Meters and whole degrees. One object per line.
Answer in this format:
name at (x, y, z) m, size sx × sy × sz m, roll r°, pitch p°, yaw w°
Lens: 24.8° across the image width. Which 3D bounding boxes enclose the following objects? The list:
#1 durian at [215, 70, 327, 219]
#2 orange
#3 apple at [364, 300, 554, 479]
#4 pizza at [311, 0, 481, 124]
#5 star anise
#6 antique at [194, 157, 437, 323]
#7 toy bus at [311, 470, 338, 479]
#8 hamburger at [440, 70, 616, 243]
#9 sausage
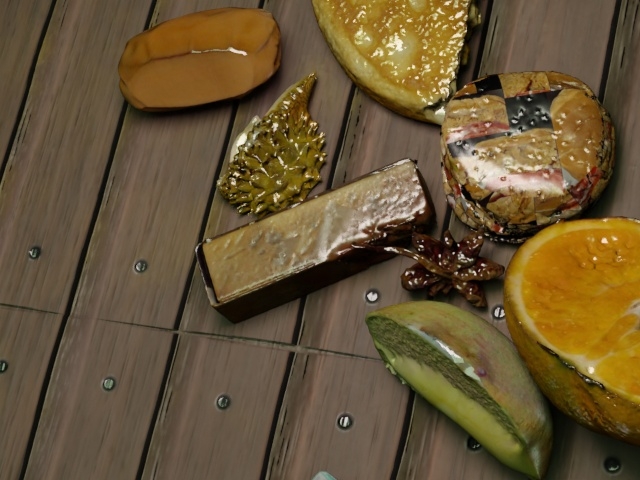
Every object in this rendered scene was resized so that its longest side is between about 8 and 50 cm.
durian at (-0.056, -0.139, 1.946) m, size 0.140 × 0.078 × 0.224 m, roll 15°, pitch 76°, yaw 22°
orange at (0.351, 0.100, 1.626) m, size 0.274 × 0.274 × 0.310 m, roll -39°, pitch 83°, yaw 0°
apple at (0.175, 0.147, 1.706) m, size 0.265 × 0.193 × 0.120 m, roll 36°, pitch 73°, yaw 29°
pizza at (0.084, -0.290, 1.959) m, size 0.268 × 0.087 × 0.258 m, roll 9°, pitch 77°, yaw 22°
star anise at (0.132, 0.026, 1.802) m, size 0.190 × 0.070 × 0.097 m, roll 12°, pitch 117°, yaw 9°
antique at (0.000, 0.000, 1.870) m, size 0.310 × 0.087 × 0.093 m, roll -23°, pitch 66°, yaw 8°
toy bus at (-0.040, 0.401, 1.728) m, size 0.262 × 0.091 × 0.109 m, roll -47°, pitch 53°, yaw -5°
hamburger at (0.257, -0.108, 1.823) m, size 0.231 × 0.107 × 0.231 m, roll -5°, pitch 64°, yaw 9°
sausage at (-0.168, -0.249, 2.002) m, size 0.241 × 0.120 × 0.136 m, roll -11°, pitch 33°, yaw 11°
